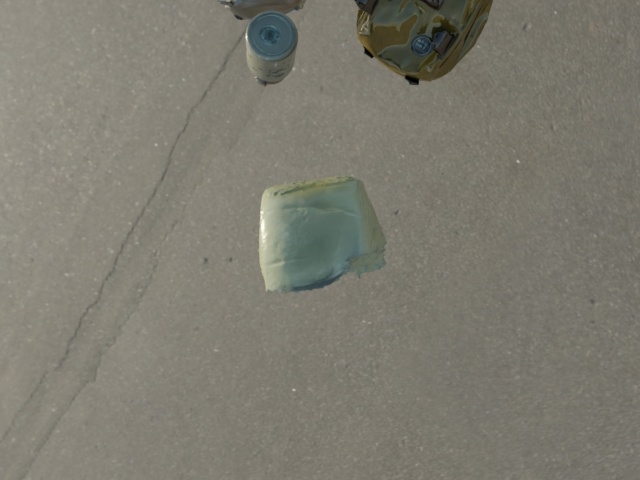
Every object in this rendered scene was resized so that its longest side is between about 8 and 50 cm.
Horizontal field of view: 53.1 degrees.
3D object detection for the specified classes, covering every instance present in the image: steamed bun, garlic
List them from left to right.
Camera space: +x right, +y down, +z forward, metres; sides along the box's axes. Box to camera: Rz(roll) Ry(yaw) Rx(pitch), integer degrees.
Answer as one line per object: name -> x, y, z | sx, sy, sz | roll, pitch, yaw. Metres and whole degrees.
garlic -> -0.146, -0.679, 1.728 | 0.237, 0.292, 0.210 | -116, 24, -49
steamed bun -> 0.000, 0.000, 1.405 | 0.290, 0.272, 0.273 | -16, 102, 1

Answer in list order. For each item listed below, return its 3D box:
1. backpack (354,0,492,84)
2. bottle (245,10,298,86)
backpack -> 0.277, -0.631, 1.738 | 0.378, 0.354, 0.201 | -61, 6, 24
bottle -> -0.110, -0.414, 1.422 | 0.110, 0.233, 0.109 | 0, 87, -6
